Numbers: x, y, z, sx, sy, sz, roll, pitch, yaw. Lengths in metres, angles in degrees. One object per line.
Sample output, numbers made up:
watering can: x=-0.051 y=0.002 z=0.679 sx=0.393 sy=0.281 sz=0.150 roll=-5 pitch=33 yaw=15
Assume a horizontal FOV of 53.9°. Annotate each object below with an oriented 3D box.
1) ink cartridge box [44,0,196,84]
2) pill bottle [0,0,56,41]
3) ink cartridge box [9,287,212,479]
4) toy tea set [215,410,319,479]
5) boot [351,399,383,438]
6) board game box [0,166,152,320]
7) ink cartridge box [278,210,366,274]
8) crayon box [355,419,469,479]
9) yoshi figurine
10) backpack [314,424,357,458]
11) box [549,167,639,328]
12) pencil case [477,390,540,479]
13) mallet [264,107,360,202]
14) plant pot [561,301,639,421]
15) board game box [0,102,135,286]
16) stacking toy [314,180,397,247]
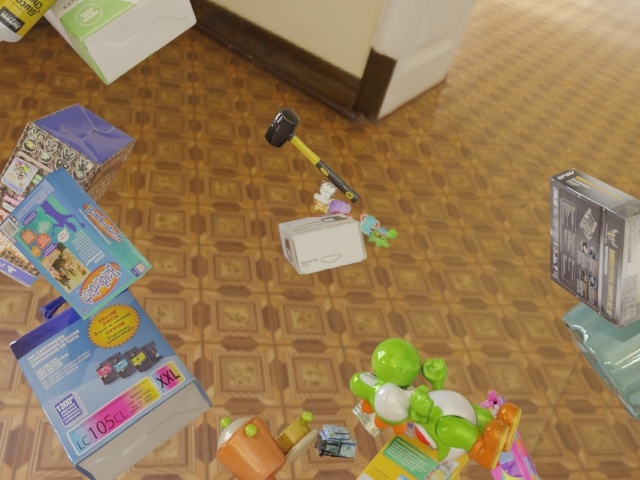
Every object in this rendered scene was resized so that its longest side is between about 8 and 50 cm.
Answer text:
ink cartridge box: x=-0.414 y=-0.470 z=1.131 sx=0.207 sy=0.119 sz=0.353 roll=-40 pitch=67 yaw=-12
pill bottle: x=-0.492 y=-0.382 z=0.990 sx=0.103 sy=0.184 sz=0.103 roll=43 pitch=1 yaw=-1
ink cartridge box: x=-0.455 y=0.264 z=1.321 sx=0.270 sy=0.151 sz=0.395 roll=-34 pitch=54 yaw=-20
toy tea set: x=-0.161 y=0.412 z=1.107 sx=0.124 sy=0.336 sz=0.200 roll=45 pitch=14 yaw=17
boot: x=0.200 y=0.459 z=1.652 sx=0.213 sy=0.077 sz=0.165 roll=38 pitch=86 yaw=32
board game box: x=-0.398 y=0.010 z=1.019 sx=0.210 sy=0.160 sz=0.047 roll=51 pitch=30 yaw=-10
ink cartridge box: x=0.000 y=0.000 z=1.178 sx=0.127 sy=0.072 sz=0.175 roll=-13 pitch=11 yaw=-10
crayon box: x=0.212 y=0.638 z=1.605 sx=0.203 sy=0.083 sz=0.323 roll=27 pitch=57 yaw=36
yoshi figurine: x=0.236 y=0.322 z=1.344 sx=0.362 sy=0.203 sz=0.203 roll=17 pitch=56 yaw=29
backpack: x=0.051 y=0.595 z=1.858 sx=0.114 sy=0.084 sz=0.105 roll=14 pitch=-3 yaw=-9
box: x=0.483 y=0.011 z=1.103 sx=0.056 sy=0.231 sz=0.183 roll=-22 pitch=32 yaw=-13
pencil case: x=0.413 y=0.469 z=1.418 sx=0.104 sy=0.104 sz=0.236 roll=-5 pitch=58 yaw=-26
mallet: x=-0.015 y=-0.126 z=1.021 sx=0.189 sy=0.062 sz=0.039 roll=50 pitch=39 yaw=-3
plant pot: x=0.702 y=0.170 z=1.266 sx=0.341 sy=0.334 sz=0.341 roll=53 pitch=11 yaw=-15
board game box: x=-0.523 y=-0.097 z=1.235 sx=0.141 sy=0.291 sz=0.232 roll=33 pitch=18 yaw=-11
stacking toy: x=0.081 y=-0.058 z=1.494 sx=0.221 sy=0.167 sz=0.052 roll=31 pitch=84 yaw=3
